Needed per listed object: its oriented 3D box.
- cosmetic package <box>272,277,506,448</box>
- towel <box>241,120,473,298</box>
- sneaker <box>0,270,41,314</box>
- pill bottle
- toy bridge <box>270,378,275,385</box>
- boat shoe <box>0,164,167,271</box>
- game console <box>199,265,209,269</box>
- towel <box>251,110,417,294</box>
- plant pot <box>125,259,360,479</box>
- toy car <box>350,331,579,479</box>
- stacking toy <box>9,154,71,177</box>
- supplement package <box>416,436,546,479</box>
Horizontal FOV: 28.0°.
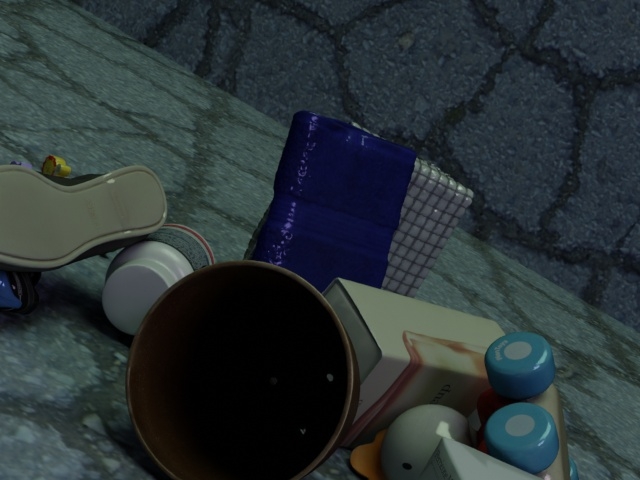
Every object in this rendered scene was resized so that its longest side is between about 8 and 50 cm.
[{"bbox_3d":[0.104,0.163,1.528,0.296,0.153,0.129,16,32,-42],"label":"cosmetic package"},{"bbox_3d":[0.044,-0.017,1.837,0.235,0.283,0.121,24,13,-26],"label":"towel"},{"bbox_3d":[-0.340,0.023,1.372,0.078,0.067,0.188,30,15,-33],"label":"sneaker"},{"bbox_3d":[-0.189,0.047,1.482,0.108,0.108,0.180,29,12,0],"label":"pill bottle"},{"bbox_3d":[-0.081,0.146,1.516,0.188,0.026,0.063,16,19,-41],"label":"toy bridge"},{"bbox_3d":[-0.291,-0.019,1.344,0.335,0.095,0.112,-10,83,-60],"label":"boat shoe"},{"bbox_3d":[-0.109,0.111,1.406,0.085,0.124,0.144,5,24,11],"label":"game console"},{"bbox_3d":[0.000,0.000,1.657,0.076,0.308,0.228,15,-1,44],"label":"towel"},{"bbox_3d":[-0.046,0.145,1.262,0.215,0.215,0.230,33,-1,19],"label":"plant pot"},{"bbox_3d":[0.148,0.246,1.379,0.238,0.219,0.210,-9,35,14],"label":"toy car"},{"bbox_3d":[-0.372,-0.066,1.659,0.167,0.052,0.221,17,18,-43],"label":"stacking toy"},{"bbox_3d":[0.187,0.324,1.132,0.204,0.145,0.262,25,13,-16],"label":"supplement package"}]
